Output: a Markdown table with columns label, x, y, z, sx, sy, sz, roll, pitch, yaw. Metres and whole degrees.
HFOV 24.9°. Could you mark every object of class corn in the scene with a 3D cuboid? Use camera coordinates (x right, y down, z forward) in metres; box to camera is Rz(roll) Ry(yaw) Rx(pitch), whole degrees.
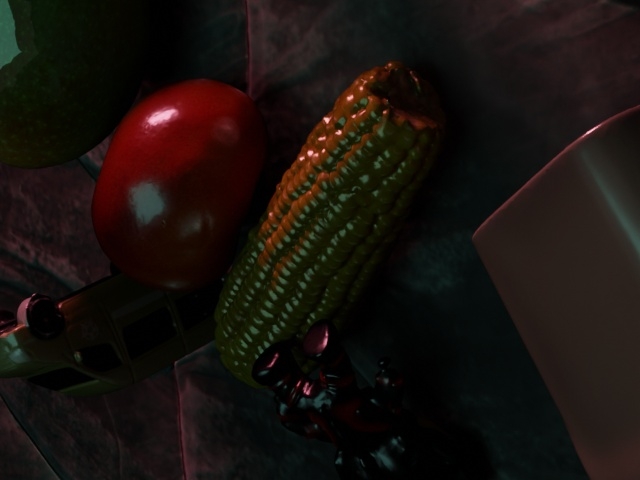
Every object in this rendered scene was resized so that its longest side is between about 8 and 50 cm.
| label | x | y | z | sx | sy | sz | roll | pitch | yaw |
| --- | --- | --- | --- | --- | --- | --- | --- | --- | --- |
| corn | 0.000 | 0.000 | 1.222 | 0.120 | 0.120 | 0.363 | 47 | 135 | 22 |

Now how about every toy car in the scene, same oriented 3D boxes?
| label | x | y | z | sx | sy | sz | roll | pitch | yaw |
| --- | --- | --- | --- | --- | --- | --- | --- | --- | --- |
| toy car | -0.199 | 0.084 | 1.374 | 0.101 | 0.256 | 0.124 | -21 | 96 | 49 |

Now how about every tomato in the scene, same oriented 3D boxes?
| label | x | y | z | sx | sy | sz | roll | pitch | yaw |
| --- | --- | --- | --- | --- | --- | --- | --- | --- | --- |
| tomato | -0.126 | -0.051 | 1.285 | 0.136 | 0.195 | 0.195 | 17 | 131 | -6 |

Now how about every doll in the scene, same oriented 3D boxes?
| label | x | y | z | sx | sy | sz | roll | pitch | yaw |
| --- | --- | --- | --- | --- | --- | --- | --- | --- | --- |
| doll | 0.052 | 0.172 | 1.236 | 0.249 | 0.088 | 0.127 | 47 | 152 | -18 |

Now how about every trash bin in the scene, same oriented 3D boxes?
| label | x | y | z | sx | sy | sz | roll | pitch | yaw |
| --- | --- | --- | --- | --- | --- | --- | --- | --- | --- |
| trash bin | 0.238 | 0.052 | 0.872 | 0.250 | 0.220 | 0.219 | 61 | 141 | 14 |

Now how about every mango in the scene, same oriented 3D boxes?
| label | x | y | z | sx | sy | sz | roll | pitch | yaw |
| --- | --- | --- | --- | --- | --- | --- | --- | --- | --- |
| mango | -0.253 | -0.246 | 1.324 | 0.225 | 0.201 | 0.382 | -134 | 50 | -56 |
